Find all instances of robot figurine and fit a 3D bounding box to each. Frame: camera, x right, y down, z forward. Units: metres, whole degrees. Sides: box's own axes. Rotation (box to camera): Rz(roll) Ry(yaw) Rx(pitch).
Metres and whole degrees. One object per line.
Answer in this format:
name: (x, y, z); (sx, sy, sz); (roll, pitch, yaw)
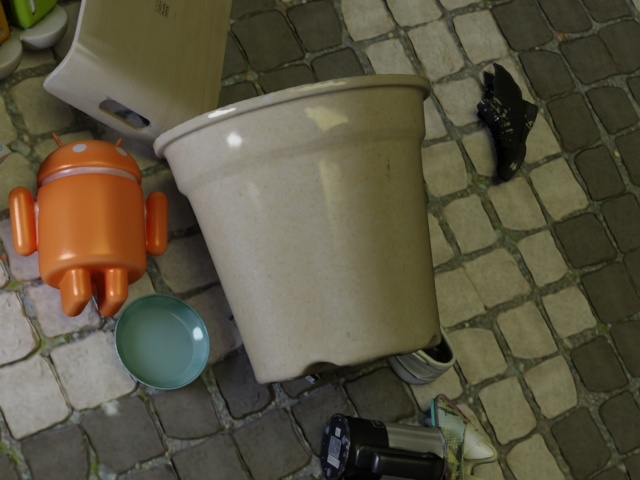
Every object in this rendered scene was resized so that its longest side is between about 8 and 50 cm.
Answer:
robot figurine: (-0.270, -0.023, 1.717); (0.158, 0.128, 0.219); (-11, 70, 16)

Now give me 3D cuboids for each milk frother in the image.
milk frother: (0.073, 0.295, 1.782); (0.135, 0.129, 0.143); (10, 109, -21)

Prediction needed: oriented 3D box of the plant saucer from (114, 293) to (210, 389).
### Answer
plant saucer: (-0.191, 0.123, 1.758); (0.119, 0.021, 0.119); (10, 65, -22)

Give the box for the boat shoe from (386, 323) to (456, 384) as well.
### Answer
boat shoe: (0.084, 0.064, 1.875); (0.258, 0.084, 0.095); (49, 58, -1)

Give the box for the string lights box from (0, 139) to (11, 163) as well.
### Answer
string lights box: (-0.486, -0.148, 1.653); (0.260, 0.133, 0.077); (49, 33, 0)

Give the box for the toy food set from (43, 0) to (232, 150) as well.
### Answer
toy food set: (-0.229, -0.275, 1.845); (0.220, 0.092, 0.306); (29, 53, -37)

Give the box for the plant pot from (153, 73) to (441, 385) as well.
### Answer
plant pot: (0.000, 0.000, 1.717); (0.334, 0.334, 0.305); (-10, 83, -28)

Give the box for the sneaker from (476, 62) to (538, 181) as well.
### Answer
sneaker: (0.252, -0.166, 2.071); (0.089, 0.051, 0.170); (30, 55, -11)

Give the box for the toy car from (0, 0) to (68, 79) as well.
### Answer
toy car: (-0.399, -0.295, 1.774); (0.136, 0.159, 0.182); (28, 54, 31)

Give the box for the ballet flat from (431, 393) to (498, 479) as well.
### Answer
ballet flat: (0.184, 0.297, 1.828); (0.077, 0.079, 0.221); (38, 46, -61)

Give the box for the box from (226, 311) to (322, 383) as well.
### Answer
box: (-0.037, 0.101, 1.836); (0.137, 0.027, 0.094); (37, 58, -8)
